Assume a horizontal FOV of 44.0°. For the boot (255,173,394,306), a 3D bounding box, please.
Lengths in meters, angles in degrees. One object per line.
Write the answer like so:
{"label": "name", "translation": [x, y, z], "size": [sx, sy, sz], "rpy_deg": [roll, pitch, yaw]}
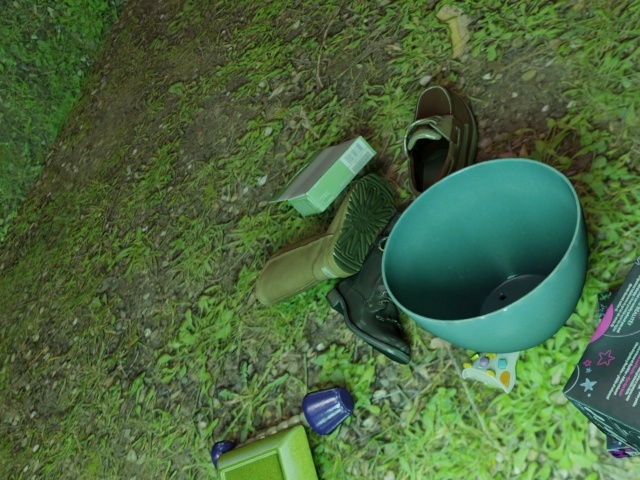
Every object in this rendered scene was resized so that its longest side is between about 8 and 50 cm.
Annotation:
{"label": "boot", "translation": [0.000, 0.000, 1.503], "size": [0.270, 0.089, 0.236], "rpy_deg": [-24, 28, 53]}

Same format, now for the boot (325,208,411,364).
{"label": "boot", "translation": [0.132, 0.066, 1.362], "size": [0.229, 0.091, 0.263], "rpy_deg": [-49, 38, 3]}

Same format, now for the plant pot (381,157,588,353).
{"label": "plant pot", "translation": [0.263, 0.052, 1.153], "size": [0.290, 0.195, 0.290], "rpy_deg": [-23, 39, 21]}

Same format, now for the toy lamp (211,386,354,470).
{"label": "toy lamp", "translation": [-0.063, 0.327, 1.358], "size": [0.275, 0.080, 0.080], "rpy_deg": [-32, 43, 25]}

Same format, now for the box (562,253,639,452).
{"label": "box", "translation": [0.424, 0.127, 0.917], "size": [0.142, 0.163, 0.247], "rpy_deg": [25, 80, 45]}

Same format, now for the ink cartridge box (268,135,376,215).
{"label": "ink cartridge box", "translation": [-0.002, -0.127, 1.642], "size": [0.171, 0.056, 0.235], "rpy_deg": [-49, 14, -17]}

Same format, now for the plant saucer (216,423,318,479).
{"label": "plant saucer", "translation": [-0.090, 0.416, 1.284], "size": [0.188, 0.045, 0.188], "rpy_deg": [-27, 67, 26]}

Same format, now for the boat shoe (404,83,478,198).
{"label": "boat shoe", "translation": [0.215, -0.177, 1.448], "size": [0.123, 0.116, 0.324], "rpy_deg": [-25, 46, 28]}

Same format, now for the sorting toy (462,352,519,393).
{"label": "sorting toy", "translation": [0.263, 0.181, 1.199], "size": [0.083, 0.044, 0.075], "rpy_deg": [12, 50, 47]}

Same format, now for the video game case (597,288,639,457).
{"label": "video game case", "translation": [0.469, 0.155, 1.015], "size": [0.210, 0.042, 0.232], "rpy_deg": [-16, 51, 34]}
